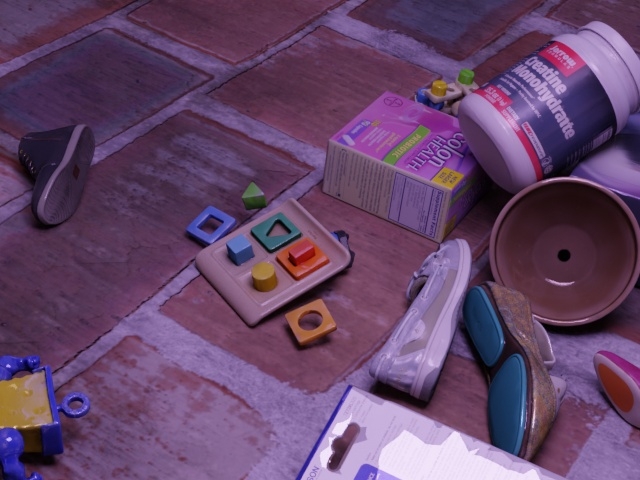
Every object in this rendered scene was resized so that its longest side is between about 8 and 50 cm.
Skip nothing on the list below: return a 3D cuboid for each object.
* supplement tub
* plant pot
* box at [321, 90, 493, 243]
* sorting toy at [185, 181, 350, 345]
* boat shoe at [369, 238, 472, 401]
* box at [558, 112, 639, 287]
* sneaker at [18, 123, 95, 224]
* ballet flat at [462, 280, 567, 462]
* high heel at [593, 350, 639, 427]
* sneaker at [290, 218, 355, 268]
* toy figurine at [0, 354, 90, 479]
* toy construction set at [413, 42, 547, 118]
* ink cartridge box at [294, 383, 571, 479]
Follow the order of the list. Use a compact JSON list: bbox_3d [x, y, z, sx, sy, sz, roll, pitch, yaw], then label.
[{"bbox_3d":[0.381,-0.218,1.980,0.272,0.191,0.191,-34,48,-6],"label":"supplement tub"},{"bbox_3d":[0.391,0.020,1.934,0.237,0.237,0.110,15,-2,10],"label":"plant pot"},{"bbox_3d":[0.162,-0.135,2.128,0.243,0.117,0.213,25,41,21],"label":"box"},{"bbox_3d":[-0.078,0.023,1.894,0.196,0.047,0.348,-34,51,-16],"label":"sorting toy"},{"bbox_3d":[0.159,0.105,1.828,0.103,0.118,0.320,17,46,5],"label":"boat shoe"},{"bbox_3d":[0.587,-0.068,2.063,0.296,0.182,0.294,20,41,17],"label":"box"},{"bbox_3d":[-0.466,-0.105,2.035,0.118,0.083,0.222,-3,42,17],"label":"sneaker"},{"bbox_3d":[0.295,0.192,1.748,0.123,0.123,0.348,1,38,-8],"label":"ballet flat"},{"bbox_3d":[0.511,0.231,1.742,0.117,0.082,0.244,-27,53,-27],"label":"high heel"},{"bbox_3d":[0.000,0.001,1.977,0.085,0.058,0.152,-11,39,-26],"label":"sneaker"},{"bbox_3d":[-0.396,0.224,1.534,0.217,0.191,0.362,-3,40,-20],"label":"toy figurine"},{"bbox_3d":[0.362,-0.259,2.308,0.328,0.151,0.215,-20,44,-15],"label":"toy construction set"},{"bbox_3d":[0.163,0.334,1.533,0.371,0.069,0.175,23,61,16],"label":"ink cartridge box"}]
